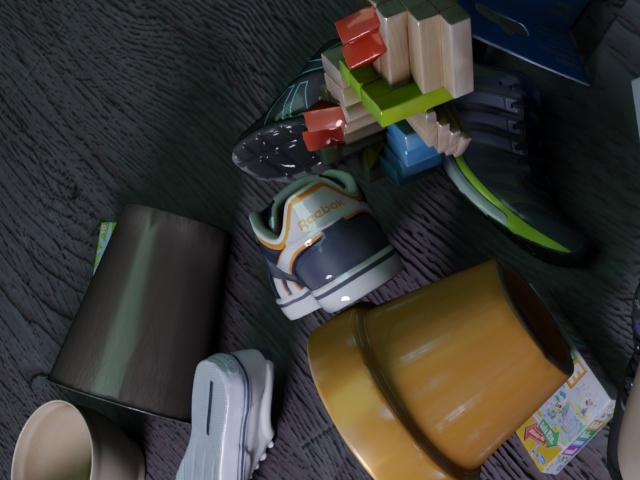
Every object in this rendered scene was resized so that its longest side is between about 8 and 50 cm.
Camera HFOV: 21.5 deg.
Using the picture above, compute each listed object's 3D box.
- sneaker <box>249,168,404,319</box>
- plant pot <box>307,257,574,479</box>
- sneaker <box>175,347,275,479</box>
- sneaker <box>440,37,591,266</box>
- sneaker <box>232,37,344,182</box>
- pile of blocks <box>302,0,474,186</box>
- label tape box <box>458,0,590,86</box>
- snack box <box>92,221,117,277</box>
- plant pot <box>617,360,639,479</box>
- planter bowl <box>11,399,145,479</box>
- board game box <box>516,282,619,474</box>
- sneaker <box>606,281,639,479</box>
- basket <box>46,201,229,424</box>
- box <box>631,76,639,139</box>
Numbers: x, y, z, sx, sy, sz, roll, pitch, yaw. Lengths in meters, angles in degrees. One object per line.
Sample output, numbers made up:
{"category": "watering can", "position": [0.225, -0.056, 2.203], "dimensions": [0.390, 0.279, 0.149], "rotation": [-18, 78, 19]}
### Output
{"category": "sneaker", "position": [0.000, 0.000, 1.697], "dimensions": [0.127, 0.126, 0.321], "rotation": [57, 169, -1]}
{"category": "plant pot", "position": [0.123, 0.119, 1.563], "dimensions": [0.188, 0.205, 0.205], "rotation": [-35, 55, 16]}
{"category": "sneaker", "position": [-0.094, 0.235, 1.864], "dimensions": [0.094, 0.091, 0.258], "rotation": [38, 128, 39]}
{"category": "sneaker", "position": [0.177, -0.098, 1.654], "dimensions": [0.121, 0.111, 0.300], "rotation": [-41, 60, 10]}
{"category": "sneaker", "position": [0.009, -0.151, 1.866], "dimensions": [0.267, 0.101, 0.106], "rotation": [-28, 43, 35]}
{"category": "pile of blocks", "position": [0.050, -0.116, 1.560], "dimensions": [0.149, 0.112, 0.362], "rotation": [63, 166, 17]}
{"category": "label tape box", "position": [0.176, -0.344, 1.610], "dimensions": [0.115, 0.249, 0.348], "rotation": [-34, 58, 34]}
{"category": "snack box", "position": [-0.241, 0.050, 2.095], "dimensions": [0.100, 0.037, 0.141], "rotation": [2, 81, 48]}
{"category": "plant pot", "position": [0.371, 0.103, 1.287], "dimensions": [0.323, 0.323, 0.280], "rotation": [61, 138, 36]}
{"category": "planter bowl", "position": [-0.280, 0.278, 2.024], "dimensions": [0.162, 0.109, 0.162], "rotation": [-15, 69, 44]}
{"category": "board game box", "position": [0.213, 0.131, 1.612], "dimensions": [0.103, 0.026, 0.154], "rotation": [-51, 49, 24]}
{"category": "sneaker", "position": [0.299, 0.086, 1.464], "dimensions": [0.107, 0.124, 0.283], "rotation": [31, 103, 46]}
{"category": "basket", "position": [-0.196, 0.081, 1.964], "dimensions": [0.204, 0.154, 0.227], "rotation": [15, 86, 32]}
{"category": "box", "position": [0.371, -0.105, 1.502], "dimensions": [0.186, 0.038, 0.145], "rotation": [-20, 66, 40]}
